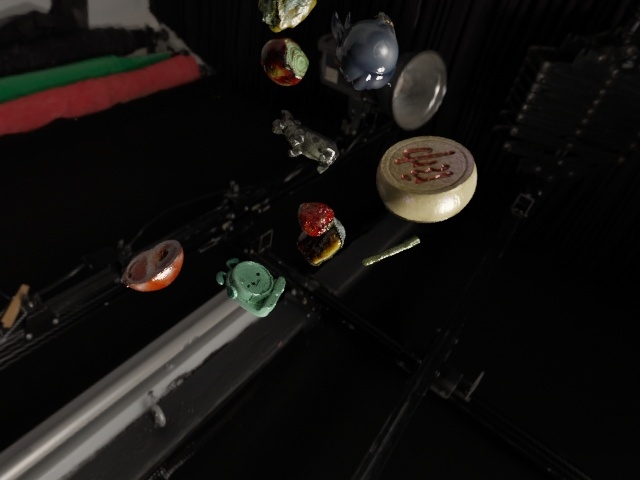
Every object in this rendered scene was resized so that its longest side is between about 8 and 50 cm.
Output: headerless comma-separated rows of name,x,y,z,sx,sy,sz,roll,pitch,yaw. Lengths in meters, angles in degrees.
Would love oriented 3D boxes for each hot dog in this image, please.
hot dog,0.000,0.000,1.851,0.081,0.270,0.163,-13,-107,-42

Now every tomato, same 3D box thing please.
tomato,-0.567,0.110,1.593,0.227,0.112,0.199,-25,-144,2

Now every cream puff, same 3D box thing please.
cream puff,-0.103,-0.754,1.341,0.194,0.221,0.195,6,-122,-10

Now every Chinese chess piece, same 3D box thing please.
Chinese chess piece,0.289,-0.172,1.252,0.269,0.112,0.270,-5,-132,6

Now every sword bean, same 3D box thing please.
sword bean,0.302,0.045,1.946,0.269,0.038,0.043,-24,-173,-5

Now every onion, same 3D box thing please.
onion,-0.095,-0.440,1.121,0.118,0.117,0.119,-19,-146,13

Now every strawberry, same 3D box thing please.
strawberry,-0.015,-0.063,1.226,0.106,0.106,0.106,7,-138,-6

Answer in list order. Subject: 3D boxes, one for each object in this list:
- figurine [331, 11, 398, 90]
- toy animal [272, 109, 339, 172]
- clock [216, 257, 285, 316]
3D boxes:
figurine,0.115,-0.501,1.202,0.174,0.197,0.265,-5,-132,-9
toy animal,-0.079,-0.415,1.849,0.343,0.106,0.168,41,-131,19
clock,-0.205,0.126,1.321,0.188,0.060,0.148,31,-141,-6
